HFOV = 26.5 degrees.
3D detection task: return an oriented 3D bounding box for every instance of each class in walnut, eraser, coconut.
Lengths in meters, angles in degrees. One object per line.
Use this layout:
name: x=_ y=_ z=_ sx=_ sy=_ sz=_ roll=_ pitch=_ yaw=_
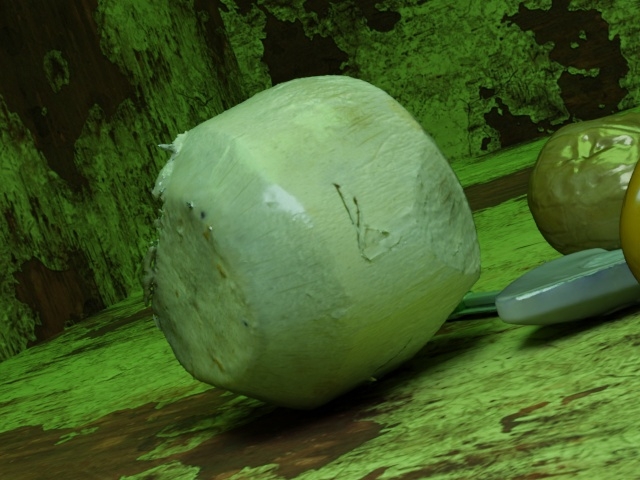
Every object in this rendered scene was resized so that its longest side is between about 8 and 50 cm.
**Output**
walnut: x=0.361 y=-0.063 z=1.635 sx=0.225 sy=0.193 sz=0.193 roll=-11 pitch=10 yaw=35
eraser: x=0.284 y=0.049 z=1.424 sx=0.243 sy=0.059 sz=0.204 roll=-19 pitch=5 yaw=-30
coconut: x=0.000 y=0.000 z=1.479 sx=0.360 sy=0.346 sz=0.346 roll=-23 pitch=7 yaw=-32

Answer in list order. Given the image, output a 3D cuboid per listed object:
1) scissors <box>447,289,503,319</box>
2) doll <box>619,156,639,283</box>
scissors: x=0.168 y=0.080 z=1.667 sx=0.101 sy=0.027 sz=0.204 roll=-25 pitch=6 yaw=-30
doll: x=0.391 y=-0.022 z=1.209 sx=0.236 sy=0.213 sz=0.213 roll=23 pitch=22 yaw=16
